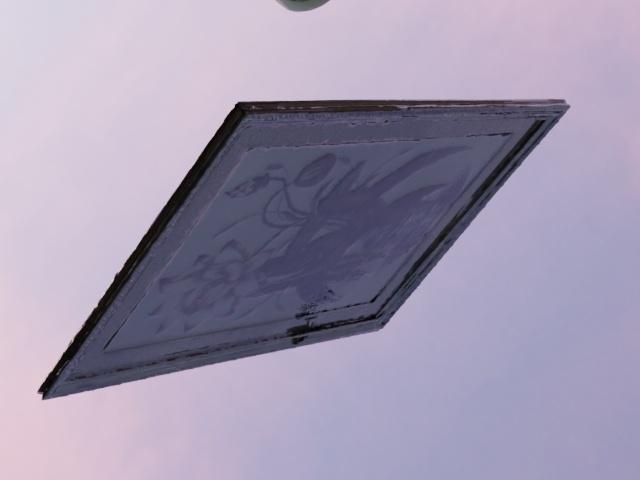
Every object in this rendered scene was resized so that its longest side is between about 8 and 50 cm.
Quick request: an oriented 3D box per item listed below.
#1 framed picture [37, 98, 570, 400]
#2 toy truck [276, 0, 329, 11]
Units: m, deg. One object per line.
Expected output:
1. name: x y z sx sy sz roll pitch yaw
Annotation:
1. framed picture: 0.000 0.000 0.621 0.010 0.231 0.173 53 -55 23
2. toy truck: 0.032 -0.205 0.779 0.191 0.085 0.116 -32 -135 18
